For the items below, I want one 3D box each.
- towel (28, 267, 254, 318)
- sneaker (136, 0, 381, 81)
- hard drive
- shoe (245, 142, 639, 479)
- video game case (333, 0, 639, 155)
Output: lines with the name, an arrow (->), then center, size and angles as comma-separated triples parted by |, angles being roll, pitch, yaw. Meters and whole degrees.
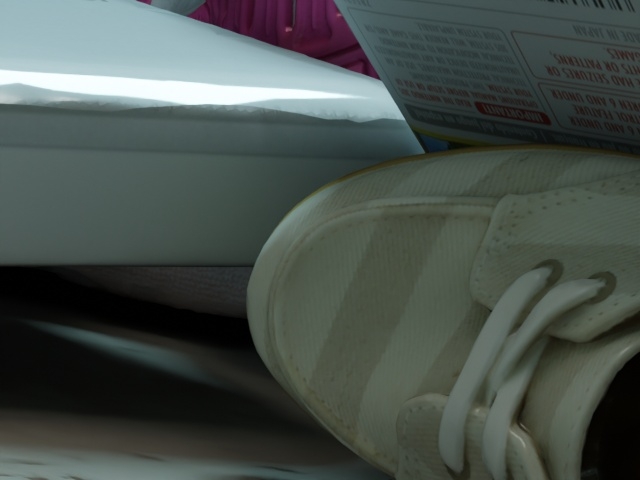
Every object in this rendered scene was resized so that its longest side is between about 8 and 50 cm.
towel -> 0.000, 0.000, 0.732 | 0.317, 0.053, 0.332 | 11, 5, 7
sneaker -> 0.018, -0.066, 0.604 | 0.111, 0.103, 0.252 | 8, 5, -18
hard drive -> -0.184, -0.042, 0.445 | 0.353, 0.047, 0.233 | 1, 14, -35
shoe -> 0.078, 0.027, 0.339 | 0.219, 0.076, 0.058 | 15, 0, 26
video game case -> 0.114, 0.000, 0.381 | 0.227, 0.026, 0.206 | 14, -32, 42
